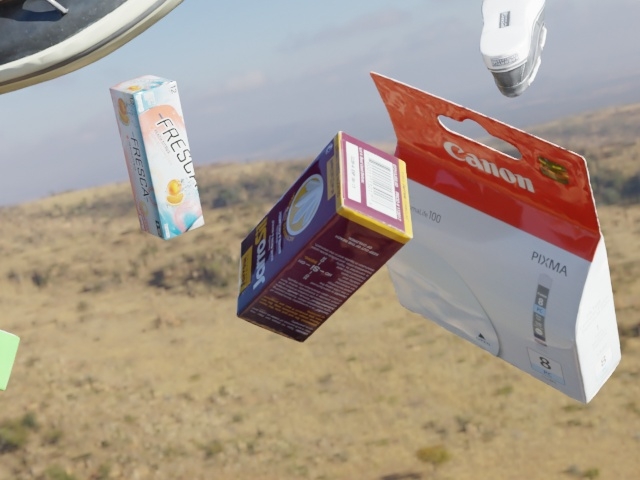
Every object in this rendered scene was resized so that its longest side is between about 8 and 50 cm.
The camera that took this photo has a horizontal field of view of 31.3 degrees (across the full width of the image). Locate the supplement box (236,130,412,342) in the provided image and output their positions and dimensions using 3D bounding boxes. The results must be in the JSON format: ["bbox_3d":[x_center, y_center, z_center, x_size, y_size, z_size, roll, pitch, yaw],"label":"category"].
[{"bbox_3d":[0.000,0.000,1.105,0.080,0.104,0.188,24,-49,-24],"label":"supplement box"}]

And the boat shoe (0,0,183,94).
[{"bbox_3d":[-0.285,-0.207,0.845,0.500,0.156,0.187,-16,48,8],"label":"boat shoe"}]

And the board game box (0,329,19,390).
[{"bbox_3d":[-0.530,0.087,1.237,0.242,0.064,0.316,-2,-20,39],"label":"board game box"}]

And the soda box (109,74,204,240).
[{"bbox_3d":[-0.190,-0.097,1.333,0.058,0.183,0.063,-24,28,-31],"label":"soda box"}]

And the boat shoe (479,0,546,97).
[{"bbox_3d":[0.334,-0.347,1.930,0.108,0.102,0.301,-10,35,20],"label":"boat shoe"}]

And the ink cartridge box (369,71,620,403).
[{"bbox_3d":[0.192,0.003,1.363,0.308,0.385,0.091,29,66,37],"label":"ink cartridge box"}]
